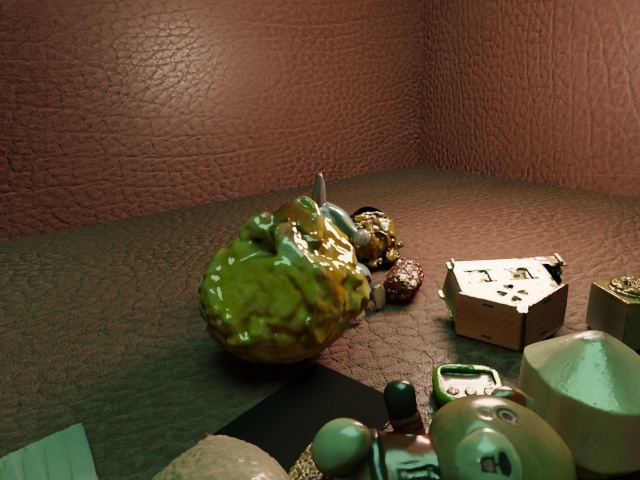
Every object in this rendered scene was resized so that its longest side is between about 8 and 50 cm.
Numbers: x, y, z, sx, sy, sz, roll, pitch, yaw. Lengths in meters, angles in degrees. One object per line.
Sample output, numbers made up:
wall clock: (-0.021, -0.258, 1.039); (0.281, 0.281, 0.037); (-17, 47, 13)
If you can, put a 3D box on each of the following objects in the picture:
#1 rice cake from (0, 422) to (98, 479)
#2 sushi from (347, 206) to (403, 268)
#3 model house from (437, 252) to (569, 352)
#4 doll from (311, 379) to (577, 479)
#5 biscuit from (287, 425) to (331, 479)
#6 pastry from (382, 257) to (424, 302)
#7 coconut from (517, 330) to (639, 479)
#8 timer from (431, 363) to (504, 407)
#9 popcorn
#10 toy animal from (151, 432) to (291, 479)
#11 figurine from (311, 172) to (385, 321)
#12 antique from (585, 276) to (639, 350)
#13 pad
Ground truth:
rice cake: (-0.458, 0.393, 0.777); (0.189, 0.037, 0.198); (-17, 23, -38)
sushi: (0.177, -0.006, 1.695); (0.200, 0.213, 0.204); (-31, 11, -12)
model house: (0.483, 0.163, 1.204); (0.326, 0.169, 0.244); (-3, 26, 2)
doll: (0.155, 0.308, 0.606); (0.330, 0.174, 0.235); (-6, 49, -4)
biscuit: (-0.018, 0.377, 0.767); (0.064, 0.034, 0.199); (8, 22, 29)
pastry: (0.251, 0.115, 1.445); (0.115, 0.097, 0.208); (23, 25, 17)
coconut: (0.444, 0.260, 0.792); (0.241, 0.241, 0.241); (-2, 19, 1)
timer: (0.299, 0.299, 0.966); (0.140, 0.047, 0.128); (1, 20, 7)
popcorn: (-0.083, 0.114, 1.136); (0.344, 0.390, 0.354); (42, -4, 6)
toy animal: (-0.129, 0.369, 0.583); (0.226, 0.188, 0.358); (-5, 18, -22)
figurine: (0.000, 0.000, 1.379); (0.361, 0.378, 0.266); (12, 23, 40)
antique: (0.753, 0.170, 1.148); (0.146, 0.148, 0.152); (-1, 16, -4)
pad: (-0.033, 0.354, 0.903); (0.247, 0.007, 0.367); (13, 23, 38)
